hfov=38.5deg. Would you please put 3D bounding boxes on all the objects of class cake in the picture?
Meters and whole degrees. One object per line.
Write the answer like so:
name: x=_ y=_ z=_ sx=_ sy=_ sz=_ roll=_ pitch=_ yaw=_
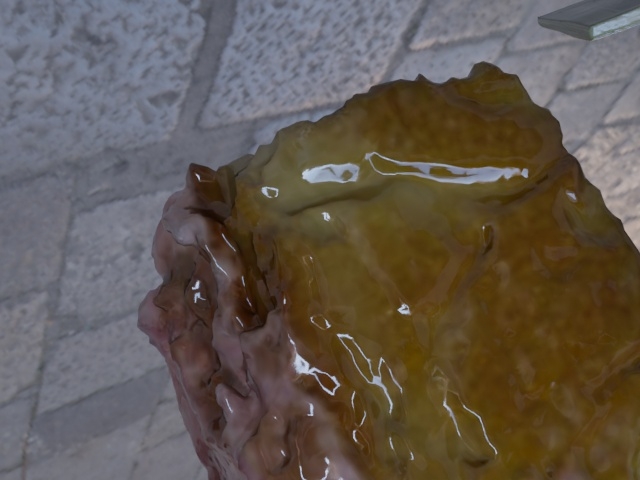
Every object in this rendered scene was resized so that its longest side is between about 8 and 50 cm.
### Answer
cake: x=0.046 y=0.093 z=0.626 sx=0.293 sy=0.314 sz=0.307 roll=-20 pitch=169 yaw=-17

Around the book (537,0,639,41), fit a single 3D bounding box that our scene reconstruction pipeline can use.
book: x=0.381 y=-0.267 z=0.941 sx=0.283 sy=0.025 sz=0.215 roll=-20 pitch=-164 yaw=4
